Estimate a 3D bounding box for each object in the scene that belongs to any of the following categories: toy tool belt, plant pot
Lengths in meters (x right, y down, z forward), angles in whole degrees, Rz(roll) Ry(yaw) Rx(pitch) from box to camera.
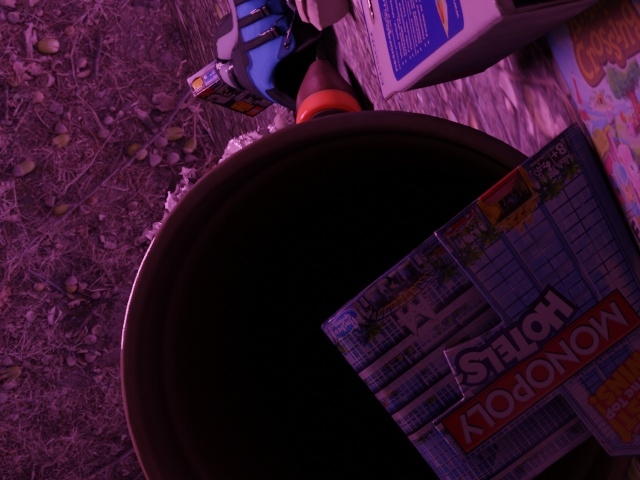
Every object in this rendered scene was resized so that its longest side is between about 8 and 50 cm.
[{"bbox_3d":[-0.007,-0.246,1.422,0.051,0.052,0.083,50,162,44],"label":"toy tool belt"},{"bbox_3d":[0.053,0.073,1.041,0.280,0.323,0.323,-22,-90,-81],"label":"plant pot"}]

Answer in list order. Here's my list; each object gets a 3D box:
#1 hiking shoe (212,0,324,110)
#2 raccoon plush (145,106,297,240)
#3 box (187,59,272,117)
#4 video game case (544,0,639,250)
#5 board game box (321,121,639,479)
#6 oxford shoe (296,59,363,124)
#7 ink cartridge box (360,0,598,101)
[{"bbox_3d":[-0.045,-0.264,1.575,0.132,0.113,0.304,33,151,26],"label":"hiking shoe"},{"bbox_3d":[0.000,0.000,1.935,0.446,0.299,0.216,29,137,25],"label":"raccoon plush"},{"bbox_3d":[-0.084,-0.194,1.792,0.137,0.094,0.027,13,-130,-61],"label":"box"},{"bbox_3d":[0.161,-0.081,0.720,0.212,0.023,0.193,110,138,-80],"label":"video game case"},{"bbox_3d":[0.130,0.068,0.855,0.194,0.194,0.060,52,-170,5],"label":"board game box"},{"bbox_3d":[0.024,-0.076,1.629,0.098,0.096,0.271,-98,2,-45],"label":"oxford shoe"},{"bbox_3d":[0.068,-0.186,0.838,0.371,0.069,0.176,172,86,-82],"label":"ink cartridge box"}]
